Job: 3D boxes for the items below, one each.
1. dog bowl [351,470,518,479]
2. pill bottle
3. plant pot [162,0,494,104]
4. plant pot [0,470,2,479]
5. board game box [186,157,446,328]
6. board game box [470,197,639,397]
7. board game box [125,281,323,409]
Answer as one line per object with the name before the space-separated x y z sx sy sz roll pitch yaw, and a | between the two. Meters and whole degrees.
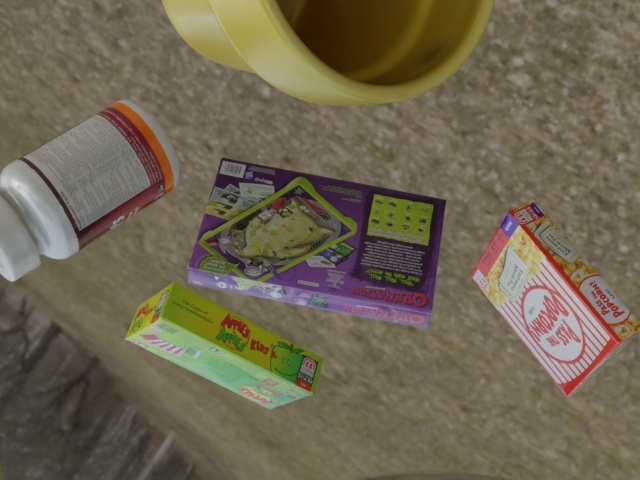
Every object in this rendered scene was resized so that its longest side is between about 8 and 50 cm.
dog bowl | 0.172 0.395 1.075 0.408 0.150 0.408 4 -173 0
pill bottle | -0.275 -0.055 1.087 0.121 0.221 0.121 40 152 27
plant pot | -0.018 -0.240 0.839 0.254 0.254 0.239 42 160 -31
plant pot | -0.343 0.081 0.663 0.227 0.207 0.228 -6 139 -14
board game box | 0.000 0.000 1.423 0.347 0.208 0.056 11 141 2
board game box | 0.271 0.069 1.149 0.193 0.045 0.147 53 152 22
board game box | -0.099 0.112 1.013 0.181 0.043 0.092 30 148 -21
